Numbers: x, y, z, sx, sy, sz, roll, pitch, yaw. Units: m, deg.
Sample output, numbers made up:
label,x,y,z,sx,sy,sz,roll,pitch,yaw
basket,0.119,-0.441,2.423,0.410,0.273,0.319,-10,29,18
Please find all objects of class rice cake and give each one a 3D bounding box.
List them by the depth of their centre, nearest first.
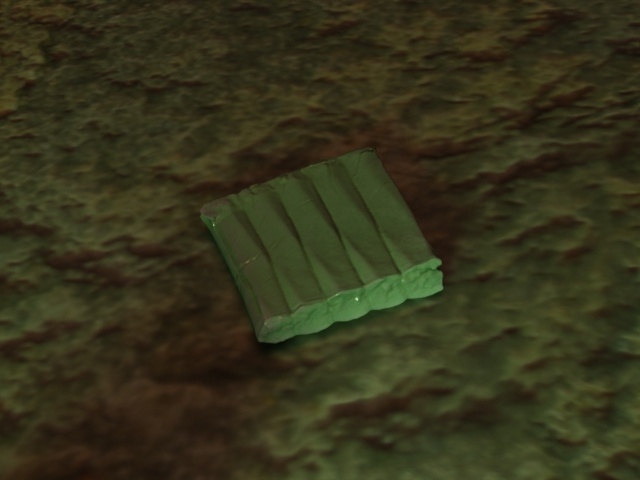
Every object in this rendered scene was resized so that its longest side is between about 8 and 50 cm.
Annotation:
label,x,y,z,sx,sy,sz,roll,pitch,yaw
rice cake,0.000,0.000,1.204,0.189,0.037,0.198,-20,39,-15
